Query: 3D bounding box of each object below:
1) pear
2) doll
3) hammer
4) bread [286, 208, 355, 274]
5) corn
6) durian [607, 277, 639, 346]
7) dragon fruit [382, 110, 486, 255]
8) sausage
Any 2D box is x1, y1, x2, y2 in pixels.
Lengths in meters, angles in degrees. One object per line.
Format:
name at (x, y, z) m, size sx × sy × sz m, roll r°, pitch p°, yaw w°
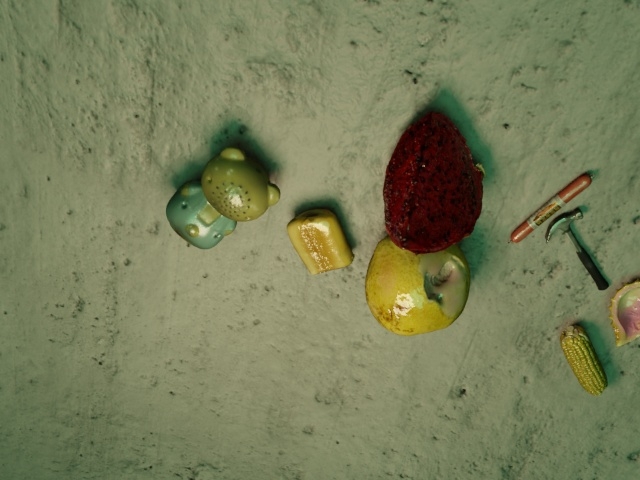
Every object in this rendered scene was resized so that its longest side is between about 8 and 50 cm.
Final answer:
pear at (0.228, 0.091, 1.597) m, size 0.270 × 0.271 × 0.271 m, roll 3°, pitch 121°, yaw 6°
doll at (-0.234, -0.101, 1.596) m, size 0.260 × 0.162 × 0.177 m, roll -33°, pitch 110°, yaw 26°
hammer at (0.636, 0.036, 1.640) m, size 0.103 × 0.029 × 0.246 m, roll -29°, pitch 114°, yaw 22°
bread at (0.001, -0.001, 1.667) m, size 0.134 × 0.085 × 0.173 m, roll -13°, pitch 119°, yaw 18°
corn at (0.692, 0.316, 1.767) m, size 0.080 × 0.080 × 0.238 m, roll -22°, pitch 116°, yaw 19°
durian at (0.803, 0.176, 1.641) m, size 0.165 × 0.132 × 0.183 m, roll 11°, pitch 118°, yaw -8°
dragon fruit at (0.252, -0.109, 1.525) m, size 0.204 × 0.152 × 0.317 m, roll 16°, pitch 83°, yaw -27°
sausage at (0.540, -0.073, 1.584) m, size 0.034 × 0.034 × 0.253 m, roll 37°, pitch 119°, yaw -14°
